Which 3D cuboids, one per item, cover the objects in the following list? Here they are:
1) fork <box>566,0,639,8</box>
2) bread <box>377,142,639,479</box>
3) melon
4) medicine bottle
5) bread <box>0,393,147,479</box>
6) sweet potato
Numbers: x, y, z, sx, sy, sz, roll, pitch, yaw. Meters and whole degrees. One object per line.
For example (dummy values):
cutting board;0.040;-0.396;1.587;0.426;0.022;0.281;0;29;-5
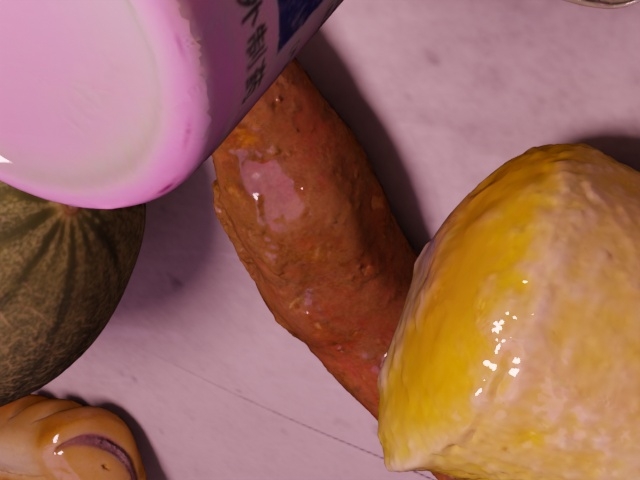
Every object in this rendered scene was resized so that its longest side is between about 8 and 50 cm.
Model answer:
fork;0.055;-0.146;0.866;0.219;0.034;0.028;19;147;23
bread;0.123;0.051;0.899;0.170;0.197;0.197;27;142;4
melon;-0.243;-0.007;1.083;0.301;0.237;0.237;-12;121;43
medicine bottle;-0.047;-0.165;0.715;0.178;0.291;0.178;22;141;20
bread;-0.233;0.171;1.389;0.225;0.081;0.134;9;129;35
sweet potato;-0.001;-0.003;1.013;0.354;0.095;0.106;60;-177;-23
